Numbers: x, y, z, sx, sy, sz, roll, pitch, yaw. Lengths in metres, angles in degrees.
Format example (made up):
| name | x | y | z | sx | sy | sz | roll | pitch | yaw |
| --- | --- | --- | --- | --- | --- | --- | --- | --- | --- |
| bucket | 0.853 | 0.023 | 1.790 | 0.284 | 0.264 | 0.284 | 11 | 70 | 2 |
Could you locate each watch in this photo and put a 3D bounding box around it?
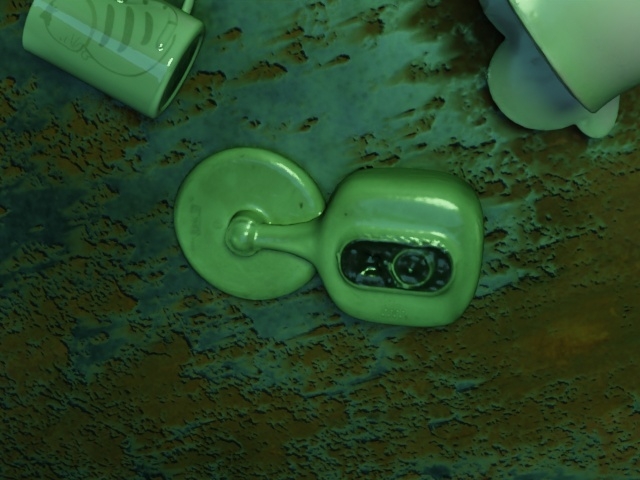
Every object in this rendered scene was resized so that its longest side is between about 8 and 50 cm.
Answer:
| name | x | y | z | sx | sy | sz | roll | pitch | yaw |
| --- | --- | --- | --- | --- | --- | --- | --- | --- | --- |
| watch | 0.196 | -0.178 | 0.758 | 0.211 | 0.217 | 0.248 | -30 | 104 | 21 |

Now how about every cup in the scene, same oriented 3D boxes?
| name | x | y | z | sx | sy | sz | roll | pitch | yaw |
| --- | --- | --- | --- | --- | --- | --- | --- | --- | --- |
| cup | -0.171 | -0.193 | 0.884 | 0.133 | 0.099 | 0.136 | 30 | 116 | -2 |

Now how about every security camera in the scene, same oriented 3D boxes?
| name | x | y | z | sx | sy | sz | roll | pitch | yaw |
| --- | --- | --- | --- | --- | --- | --- | --- | --- | --- |
| security camera | 0.000 | 0.000 | 0.952 | 0.301 | 0.080 | 0.157 | 6 | 115 | 11 |
